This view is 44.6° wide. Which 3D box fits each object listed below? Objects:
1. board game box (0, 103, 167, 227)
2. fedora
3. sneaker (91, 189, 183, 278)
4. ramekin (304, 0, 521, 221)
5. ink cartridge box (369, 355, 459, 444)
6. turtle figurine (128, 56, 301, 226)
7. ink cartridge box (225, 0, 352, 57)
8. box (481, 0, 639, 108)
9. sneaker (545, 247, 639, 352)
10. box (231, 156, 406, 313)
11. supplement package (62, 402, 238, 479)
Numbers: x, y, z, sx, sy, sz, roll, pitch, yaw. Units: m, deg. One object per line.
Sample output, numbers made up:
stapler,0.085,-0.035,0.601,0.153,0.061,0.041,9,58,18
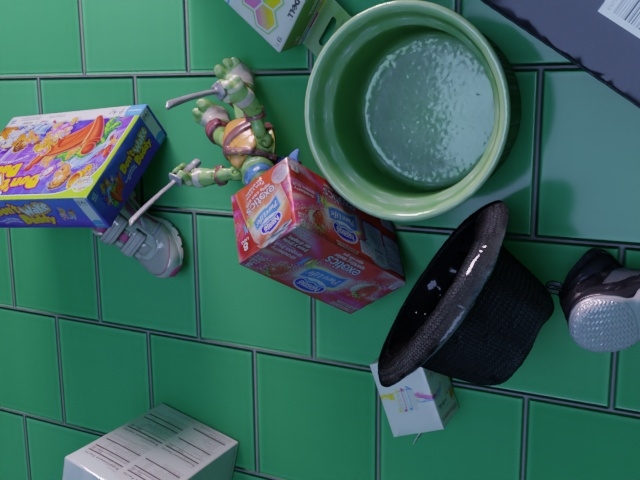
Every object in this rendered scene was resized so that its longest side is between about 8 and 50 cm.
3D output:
board game box,-0.484,-0.134,1.440,0.347,0.233,0.078,0,140,28
fedora,0.213,0.104,1.082,0.152,0.334,0.334,33,115,0
sneaker,-0.364,-0.019,1.464,0.252,0.111,0.103,43,116,14
ramekin,0.143,-0.187,1.139,0.303,0.148,0.303,6,103,27
ink cartridge box,0.155,0.243,1.251,0.090,0.092,0.143,-18,93,29
turtle figurine,-0.176,-0.184,1.230,0.274,0.266,0.198,-7,127,-8
ink cartridge box,-0.061,-0.374,1.234,0.209,0.062,0.109,46,137,9
box,0.404,-0.248,0.894,0.343,0.312,0.179,40,116,16
sneaker,0.444,0.065,1.057,0.268,0.153,0.101,-8,116,-5
box,0.000,0.000,1.179,0.122,0.257,0.128,-32,50,29
supplement package,-0.317,0.470,1.450,0.198,0.262,0.199,20,109,24
